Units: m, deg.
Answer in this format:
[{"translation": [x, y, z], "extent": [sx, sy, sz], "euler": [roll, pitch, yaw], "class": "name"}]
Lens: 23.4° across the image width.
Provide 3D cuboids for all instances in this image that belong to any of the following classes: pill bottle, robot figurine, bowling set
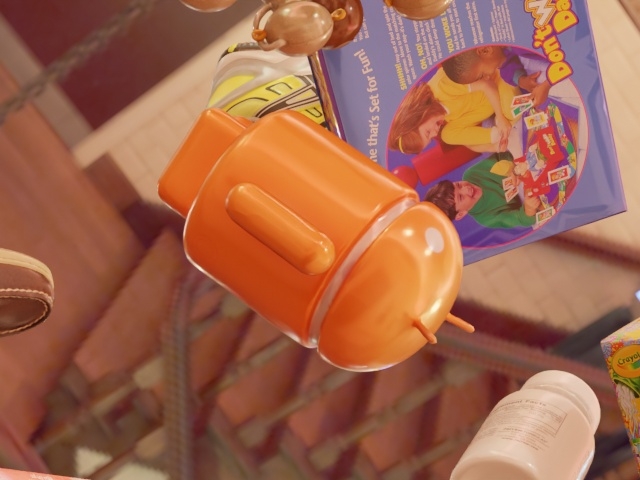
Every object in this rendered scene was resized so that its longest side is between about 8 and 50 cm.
[{"translation": [0.244, 0.246, 1.781], "extent": [0.131, 0.131, 0.229], "euler": [54, 34, -5], "class": "pill bottle"}, {"translation": [0.001, 0.000, 1.006], "extent": [0.219, 0.128, 0.158], "euler": [36, -31, 17], "class": "robot figurine"}, {"translation": [0.028, -0.195, 1.104], "extent": [0.200, 0.287, 0.154], "euler": [72, -3, -48], "class": "bowling set"}]

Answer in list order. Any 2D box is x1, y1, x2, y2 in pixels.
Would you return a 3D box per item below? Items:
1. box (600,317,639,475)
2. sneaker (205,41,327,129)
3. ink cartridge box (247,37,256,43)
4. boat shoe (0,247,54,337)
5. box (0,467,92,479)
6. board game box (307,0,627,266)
[{"translation": [0.489, 0.195, 1.607], "extent": [0.177, 0.290, 0.279], "euler": [-23, 99, -41], "class": "box"}, {"translation": [0.034, -0.150, 1.845], "extent": [0.145, 0.384, 0.147], "euler": [44, 54, -48], "class": "sneaker"}, {"translation": [-0.067, -0.169, 2.104], "extent": [0.145, 0.045, 0.179], "euler": [25, 68, -10], "class": "ink cartridge box"}, {"translation": [-0.387, 0.089, 1.420], "extent": [0.342, 0.123, 0.123], "euler": [-2, 52, -44], "class": "boat shoe"}, {"translation": [-0.355, 0.371, 1.823], "extent": [0.142, 0.154, 0.300], "euler": [56, 8, 21], "class": "box"}, {"translation": [0.113, -0.154, 1.322], "extent": [0.078, 0.233, 0.347], "euler": [-123, -164, -65], "class": "board game box"}]
